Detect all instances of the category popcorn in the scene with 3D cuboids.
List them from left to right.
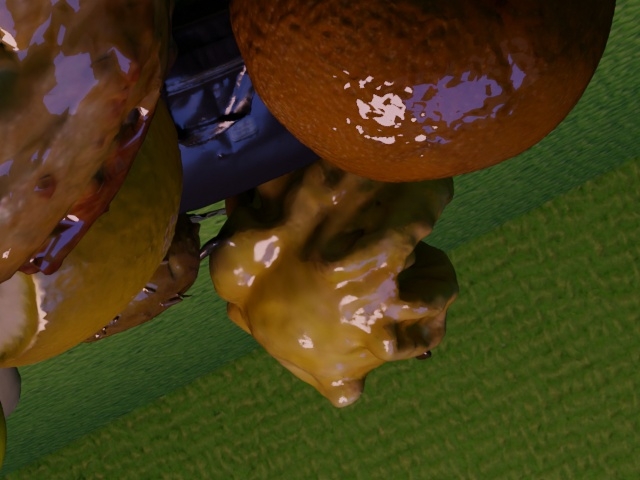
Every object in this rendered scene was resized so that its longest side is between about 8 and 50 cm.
[{"bbox_3d":[0.000,0.000,1.256,0.281,0.316,0.297,-2,144,-37],"label":"popcorn"}]

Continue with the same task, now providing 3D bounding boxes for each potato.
[{"bbox_3d":[-0.250,0.028,1.181,0.300,0.140,0.173,-7,174,18],"label":"potato"}]

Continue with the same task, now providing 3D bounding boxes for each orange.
[{"bbox_3d":[0.067,-0.161,0.836,0.264,0.264,0.264,-23,169,-5],"label":"orange"}]

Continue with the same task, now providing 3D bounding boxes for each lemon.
[{"bbox_3d":[-0.204,-0.049,0.841,0.240,0.240,0.219,-35,-171,44],"label":"lemon"}]

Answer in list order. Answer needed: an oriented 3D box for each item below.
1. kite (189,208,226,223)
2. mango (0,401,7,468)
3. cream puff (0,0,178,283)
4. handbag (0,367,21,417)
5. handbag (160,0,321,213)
[{"bbox_3d":[-0.183,-0.018,1.556,0.250,0.012,0.229,-18,168,-33],"label":"kite"},{"bbox_3d":[-0.423,0.128,1.116,0.192,0.156,0.343,-31,127,20],"label":"mango"},{"bbox_3d":[-0.227,-0.099,0.513,0.350,0.228,0.350,-24,134,-28],"label":"cream puff"},{"bbox_3d":[-0.461,0.158,1.421,0.237,0.160,0.358,-28,170,-18],"label":"handbag"},{"bbox_3d":[-0.097,-0.109,1.032,0.254,0.088,0.211,-24,141,-14],"label":"handbag"}]
